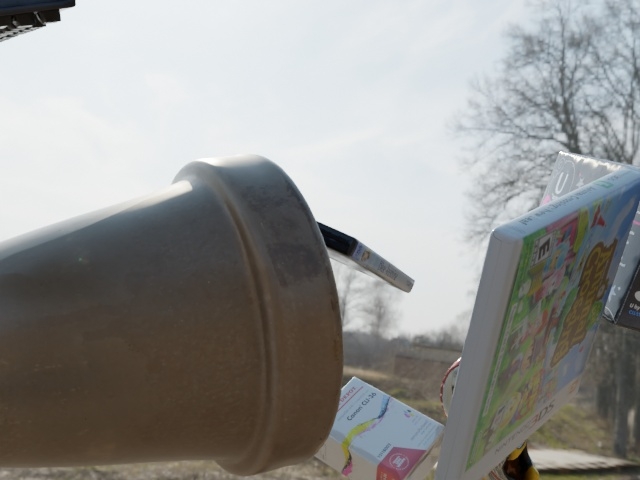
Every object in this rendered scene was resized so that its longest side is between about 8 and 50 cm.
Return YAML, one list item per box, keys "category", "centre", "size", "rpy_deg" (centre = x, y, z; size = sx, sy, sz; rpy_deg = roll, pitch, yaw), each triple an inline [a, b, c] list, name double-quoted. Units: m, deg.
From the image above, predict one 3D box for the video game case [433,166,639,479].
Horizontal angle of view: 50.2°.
- category: "video game case"
  centre: [0.163, 0.065, 0.499]
  size: [0.023, 0.213, 0.193]
  rpy_deg: [28, 34, 37]

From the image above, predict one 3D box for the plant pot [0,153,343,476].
- category: "plant pot"
  centre: [-0.142, 0.070, 0.526]
  size: [0.229, 0.263, 0.263]
  rpy_deg: [-7, 0, -31]

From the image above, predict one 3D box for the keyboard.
- category: "keyboard"
  centre: [-0.180, -0.110, 0.353]
  size: [0.108, 0.023, 0.180]
  rpy_deg: [-30, 26, -34]

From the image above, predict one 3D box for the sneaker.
- category: "sneaker"
  centre: [0.244, 0.254, 0.953]
  size: [0.088, 0.225, 0.092]
  rpy_deg: [-37, 19, -28]

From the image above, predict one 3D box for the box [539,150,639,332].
- category: "box"
  centre: [0.341, 0.003, 0.698]
  size: [0.163, 0.142, 0.247]
  rpy_deg: [16, 12, -6]

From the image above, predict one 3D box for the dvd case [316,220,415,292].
- category: "dvd case"
  centre: [0.000, 0.000, 0.794]
  size: [0.180, 0.022, 0.253]
  rpy_deg: [24, -3, 24]

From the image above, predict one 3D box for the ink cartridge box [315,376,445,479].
- category: "ink cartridge box"
  centre: [0.062, 0.273, 0.971]
  size: [0.198, 0.067, 0.115]
  rpy_deg: [22, 41, 31]
